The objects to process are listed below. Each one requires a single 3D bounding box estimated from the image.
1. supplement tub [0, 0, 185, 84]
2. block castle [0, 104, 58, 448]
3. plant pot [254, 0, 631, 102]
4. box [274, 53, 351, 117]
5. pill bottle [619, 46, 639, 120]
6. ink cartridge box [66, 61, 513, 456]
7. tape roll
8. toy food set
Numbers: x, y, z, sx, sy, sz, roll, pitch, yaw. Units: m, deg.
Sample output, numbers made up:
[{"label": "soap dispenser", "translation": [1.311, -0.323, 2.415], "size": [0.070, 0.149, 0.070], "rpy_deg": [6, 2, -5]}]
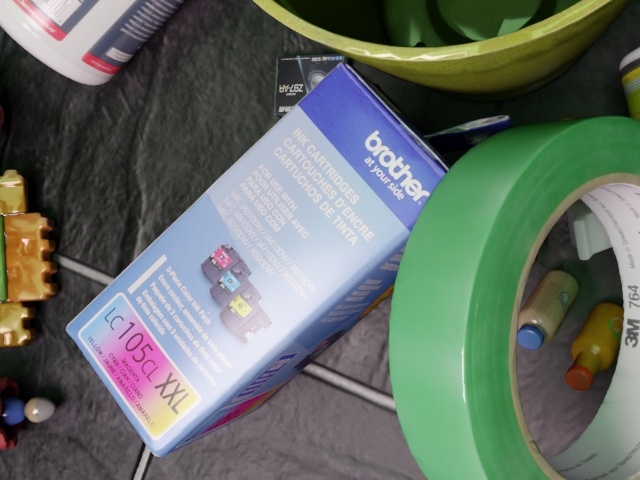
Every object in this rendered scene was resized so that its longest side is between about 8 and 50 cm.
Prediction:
[{"label": "supplement tub", "translation": [-0.224, -0.323, 0.885], "size": [0.272, 0.191, 0.191], "rpy_deg": [-43, 77, 11]}, {"label": "block castle", "translation": [-0.421, 0.020, 0.864], "size": [0.213, 0.303, 0.452], "rpy_deg": [-5, 87, -3]}, {"label": "plant pot", "translation": [0.127, -0.275, 0.686], "size": [0.367, 0.353, 0.366], "rpy_deg": [-2, 84, 16]}, {"label": "box", "translation": [-0.008, -0.171, 0.901], "size": [0.083, 0.018, 0.067], "rpy_deg": [2, 88, 17]}, {"label": "pill bottle", "translation": [0.346, -0.093, 0.745], "size": [0.103, 0.103, 0.184], "rpy_deg": [-12, 84, 16]}, {"label": "ink cartridge box", "translation": [0.000, 0.000, 0.759], "size": [0.395, 0.270, 0.151], "rpy_deg": [-44, 79, 11]}, {"label": "tape roll", "translation": [0.197, 0.069, 0.622], "size": [0.077, 0.321, 0.321], "rpy_deg": [5, 88, 54]}, {"label": "toy food set", "translation": [0.208, 0.015, 0.741], "size": [0.111, 0.104, 0.232], "rpy_deg": [3, 121, 36]}]
